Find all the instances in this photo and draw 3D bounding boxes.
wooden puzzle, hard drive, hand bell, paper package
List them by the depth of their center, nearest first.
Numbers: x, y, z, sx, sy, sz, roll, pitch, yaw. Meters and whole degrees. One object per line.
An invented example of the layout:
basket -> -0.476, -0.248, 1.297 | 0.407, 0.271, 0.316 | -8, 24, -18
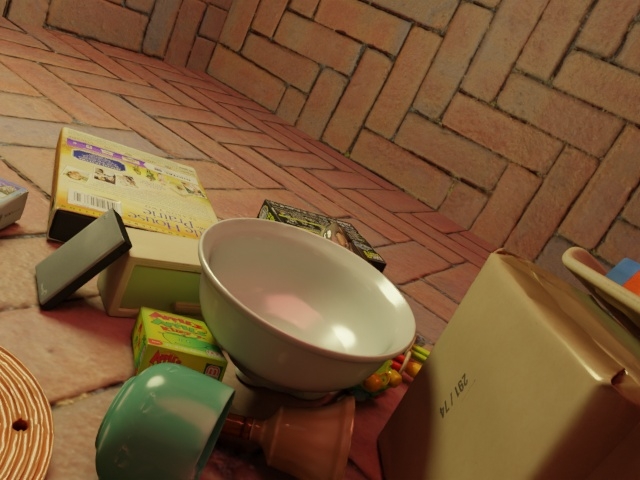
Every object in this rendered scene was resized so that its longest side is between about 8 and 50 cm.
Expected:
paper package -> 0.222, 0.223, 0.623 | 0.168, 0.325, 0.309 | 25, 17, -9
wooden puzzle -> 0.459, 0.150, 0.631 | 0.322, 0.080, 0.348 | 44, 14, -8
hand bell -> -0.092, 0.210, 0.631 | 0.241, 0.126, 0.126 | 14, 19, 0
hard drive -> -0.324, 0.023, 0.755 | 0.094, 0.135, 0.022 | 48, -5, 48

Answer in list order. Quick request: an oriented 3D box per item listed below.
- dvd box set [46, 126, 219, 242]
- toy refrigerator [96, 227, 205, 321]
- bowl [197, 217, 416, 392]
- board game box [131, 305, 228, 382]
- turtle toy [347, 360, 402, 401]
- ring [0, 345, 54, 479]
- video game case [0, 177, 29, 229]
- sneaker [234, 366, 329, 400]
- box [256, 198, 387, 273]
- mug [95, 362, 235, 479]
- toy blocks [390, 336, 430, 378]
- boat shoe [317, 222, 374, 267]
dvd box set -> -0.364, -0.088, 1.096 | 0.307, 0.062, 0.420 | 15, 21, -30
toy refrigerator -> -0.189, 0.064, 0.859 | 0.269, 0.102, 0.094 | 12, 23, -39
bowl -> -0.036, 0.101, 0.725 | 0.297, 0.134, 0.298 | 21, 22, -9
board game box -> -0.180, 0.132, 0.687 | 0.092, 0.043, 0.181 | 18, 0, -21
turtle toy -> 0.076, 0.211, 0.869 | 0.130, 0.066, 0.095 | 7, 26, -46
ring -> -0.395, 0.159, 0.441 | 0.336, 0.032, 0.337 | 24, 18, -8
video game case -> -0.588, -0.068, 0.741 | 0.269, 0.061, 0.244 | 24, 20, -6
sneaker -> -0.042, 0.185, 0.794 | 0.152, 0.061, 0.054 | 20, 18, -24
box -> 0.000, 0.000, 1.350 | 0.269, 0.060, 0.216 | 14, 22, -32
mug -> -0.156, 0.189, 0.522 | 0.097, 0.130, 0.158 | 24, 19, 3
toy blocks -> 0.137, 0.199, 1.003 | 0.148, 0.054, 0.123 | 29, 19, 8
boat shoe -> 0.039, 0.083, 1.010 | 0.132, 0.130, 0.355 | 62, 7, 31
